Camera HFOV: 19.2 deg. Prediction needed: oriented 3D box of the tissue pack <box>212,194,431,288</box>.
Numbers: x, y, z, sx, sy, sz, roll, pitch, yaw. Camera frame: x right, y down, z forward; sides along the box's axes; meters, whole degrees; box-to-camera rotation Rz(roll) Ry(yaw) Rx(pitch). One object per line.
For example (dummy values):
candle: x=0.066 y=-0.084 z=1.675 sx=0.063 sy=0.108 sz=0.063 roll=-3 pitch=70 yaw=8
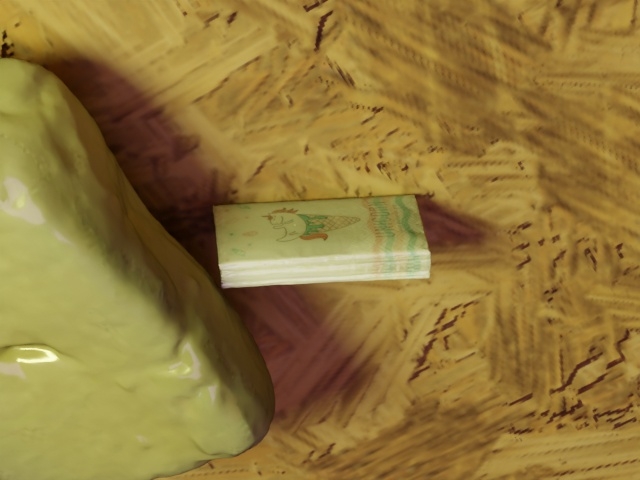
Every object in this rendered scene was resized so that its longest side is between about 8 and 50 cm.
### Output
tissue pack: x=0.000 y=0.000 z=0.971 sx=0.108 sy=0.056 sz=0.023 roll=-4 pitch=124 yaw=-6

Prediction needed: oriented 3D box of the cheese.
cheese: x=-0.144 y=0.023 z=0.939 sx=0.159 sy=0.093 sz=0.263 roll=-21 pitch=129 yaw=21
